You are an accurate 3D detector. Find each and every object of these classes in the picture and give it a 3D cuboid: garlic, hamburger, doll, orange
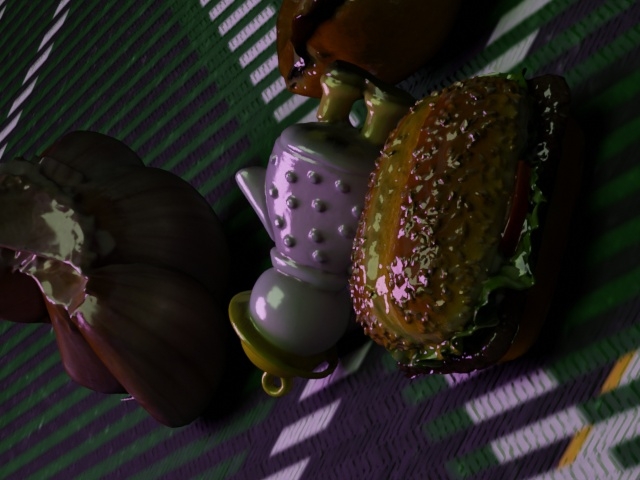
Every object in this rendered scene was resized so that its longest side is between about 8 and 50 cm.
[{"bbox_3d":[-0.135,0.023,1.368,0.160,0.214,0.191,-57,-24,-13],"label":"garlic"},{"bbox_3d":[0.073,-0.014,1.010,0.137,0.087,0.166,-17,55,62],"label":"hamburger"},{"bbox_3d":[0.000,0.000,1.160,0.081,0.129,0.207,-16,-53,-61],"label":"doll"},{"bbox_3d":[0.033,-0.155,1.198,0.170,0.112,0.160,-63,-8,-66],"label":"orange"}]
